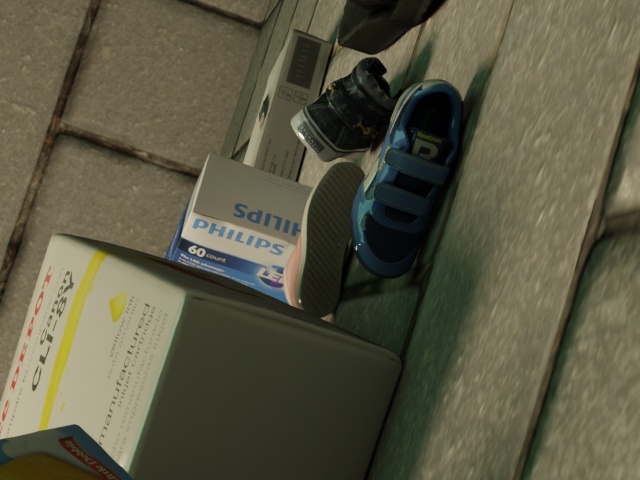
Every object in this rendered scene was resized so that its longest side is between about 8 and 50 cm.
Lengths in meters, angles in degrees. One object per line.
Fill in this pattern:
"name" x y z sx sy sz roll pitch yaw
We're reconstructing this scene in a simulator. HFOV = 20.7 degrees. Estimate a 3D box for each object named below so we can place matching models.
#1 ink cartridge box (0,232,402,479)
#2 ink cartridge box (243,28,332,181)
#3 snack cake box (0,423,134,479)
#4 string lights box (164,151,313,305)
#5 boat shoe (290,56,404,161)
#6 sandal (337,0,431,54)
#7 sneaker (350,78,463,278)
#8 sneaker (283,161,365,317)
"ink cartridge box" -0.122 0.161 1.263 0.385 0.160 0.279 16 89 69
"ink cartridge box" -0.069 -0.085 2.156 0.239 0.060 0.275 124 163 -59
"snack cake box" -0.109 0.241 0.957 0.089 0.264 0.152 -7 -53 -49
"string lights box" -0.086 0.038 1.692 0.259 0.133 0.077 119 168 -51
"boat shoe" 0.037 -0.114 1.500 0.083 0.065 0.183 -37 1 15
"sandal" 0.055 -0.263 1.513 0.446 0.107 0.167 139 149 -74
"sneaker" 0.059 -0.045 1.179 0.059 0.053 0.144 149 138 -75
"sneaker" 0.000 0.000 1.485 0.070 0.051 0.134 167 118 -75
